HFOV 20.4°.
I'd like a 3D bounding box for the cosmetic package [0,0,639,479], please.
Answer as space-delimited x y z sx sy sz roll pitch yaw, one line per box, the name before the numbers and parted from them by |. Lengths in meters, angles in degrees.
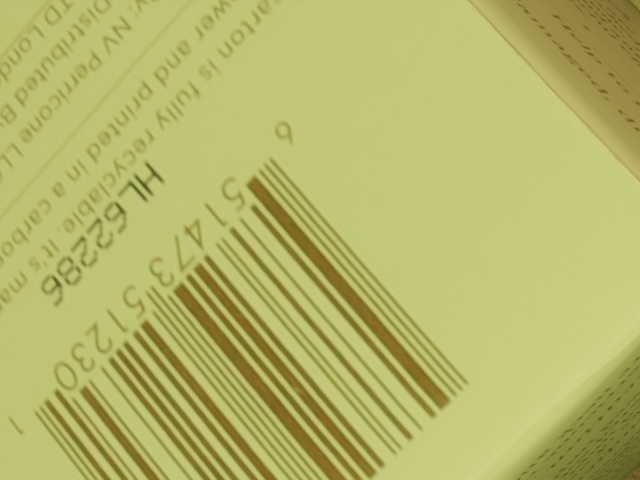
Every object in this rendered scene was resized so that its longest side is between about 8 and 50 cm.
cosmetic package | 0.000 0.000 0.825 0.327 0.329 0.394 48 17 17
